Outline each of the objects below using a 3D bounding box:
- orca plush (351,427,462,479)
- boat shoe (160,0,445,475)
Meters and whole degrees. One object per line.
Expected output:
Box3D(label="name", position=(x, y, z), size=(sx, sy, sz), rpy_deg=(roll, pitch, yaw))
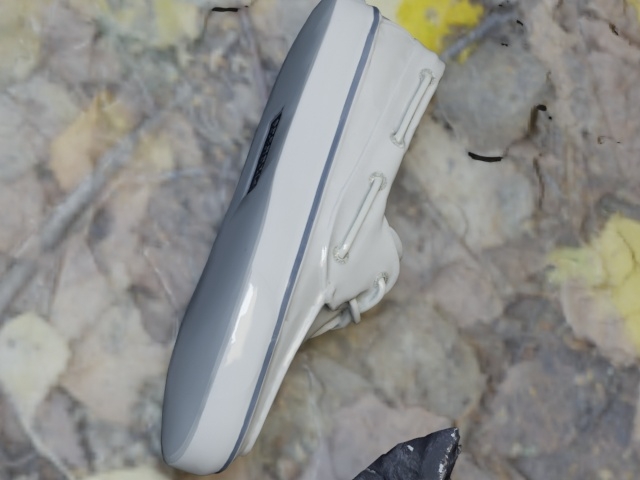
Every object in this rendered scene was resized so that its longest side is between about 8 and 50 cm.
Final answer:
Box3D(label="orca plush", position=(0.093, 0.235, 0.809), size=(0.151, 0.102, 0.287), rpy_deg=(-38, 70, 8))
Box3D(label="boat shoe", position=(0.000, 0.000, 0.836), size=(0.084, 0.095, 0.258), rpy_deg=(26, 70, -15))
